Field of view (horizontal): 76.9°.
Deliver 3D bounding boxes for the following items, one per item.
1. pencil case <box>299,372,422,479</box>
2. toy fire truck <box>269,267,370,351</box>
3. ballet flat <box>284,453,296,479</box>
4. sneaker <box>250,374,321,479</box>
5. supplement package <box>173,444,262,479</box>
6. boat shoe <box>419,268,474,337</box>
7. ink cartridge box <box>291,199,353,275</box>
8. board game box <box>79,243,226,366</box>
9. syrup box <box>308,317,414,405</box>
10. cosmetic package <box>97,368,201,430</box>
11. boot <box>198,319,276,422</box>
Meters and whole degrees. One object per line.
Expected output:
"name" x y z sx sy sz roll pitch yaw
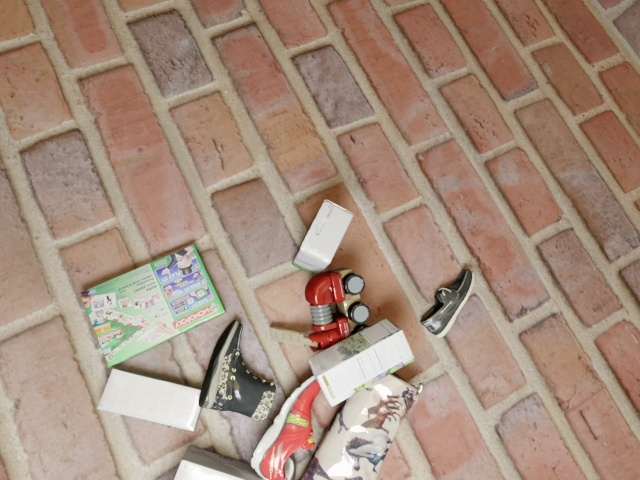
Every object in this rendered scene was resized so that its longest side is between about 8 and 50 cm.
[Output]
"pencil case" 0.106 0.511 1.024 0.184 0.160 0.410 31 73 3
"toy fire truck" -0.009 0.201 1.094 0.247 0.158 0.216 -13 96 -19
"ballet flat" -0.113 0.660 1.011 0.084 0.058 0.249 12 77 7
"sneaker" -0.056 0.470 1.022 0.119 0.107 0.279 31 64 12
"supplement package" -0.262 0.628 0.942 0.194 0.149 0.202 20 73 -3
"boat shoe" 0.382 0.173 1.198 0.079 0.084 0.233 37 76 2
"ink cartridge box" 0.000 0.000 1.120 0.093 0.212 0.154 26 72 -1
"board game box" -0.449 0.170 1.094 0.318 0.046 0.213 -24 81 -14
"syrup box" 0.099 0.298 1.004 0.237 0.093 0.096 -27 105 -10
"cosmetic package" -0.421 0.404 1.026 0.239 0.060 0.098 16 69 -4
"boot" -0.202 0.347 1.069 0.179 0.085 0.236 29 49 -20
